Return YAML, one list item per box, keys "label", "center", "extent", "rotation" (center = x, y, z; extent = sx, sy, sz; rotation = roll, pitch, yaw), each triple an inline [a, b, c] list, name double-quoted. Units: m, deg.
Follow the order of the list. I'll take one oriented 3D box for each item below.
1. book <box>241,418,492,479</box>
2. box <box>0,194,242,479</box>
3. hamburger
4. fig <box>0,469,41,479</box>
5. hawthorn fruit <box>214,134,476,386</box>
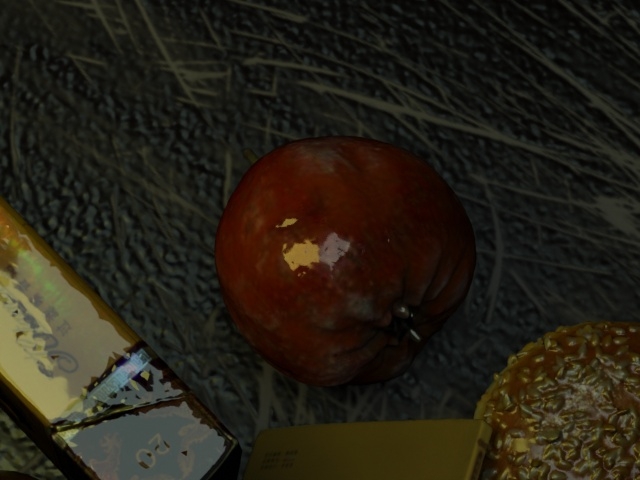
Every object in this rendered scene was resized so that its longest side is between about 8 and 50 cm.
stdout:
- label: "book"
  center: [-0.011, 0.326, 1.634]
  extent: [0.032, 0.269, 0.389]
  rotation: [43, 56, -36]
- label: "box"
  center: [-0.246, 0.098, 1.707]
  extent: [0.116, 0.264, 0.415]
  rotation: [-42, 81, -15]
- label: "hamburger"
  center: [0.254, 0.214, 1.727]
  extent: [0.291, 0.225, 0.291]
  rotation: [1, 77, -4]
- label: "fig"
  center: [-0.280, 0.270, 1.711]
  extent: [0.148, 0.202, 0.149]
  rotation: [46, 41, -4]
- label: "hawthorn fruit"
  center: [0.000, 0.000, 1.782]
  extent: [0.242, 0.242, 0.272]
  rotation: [-39, 59, -13]
